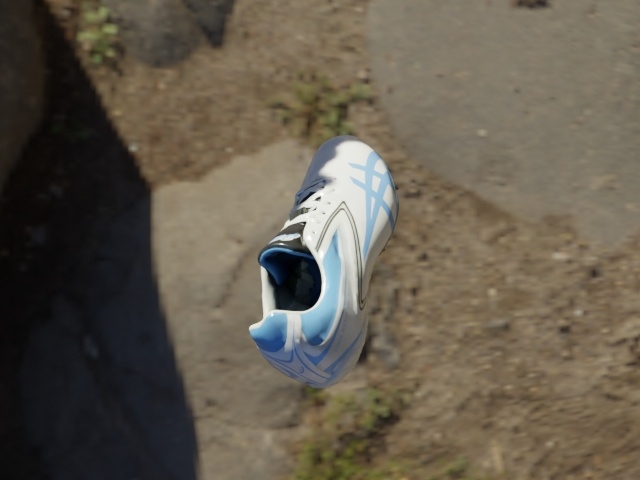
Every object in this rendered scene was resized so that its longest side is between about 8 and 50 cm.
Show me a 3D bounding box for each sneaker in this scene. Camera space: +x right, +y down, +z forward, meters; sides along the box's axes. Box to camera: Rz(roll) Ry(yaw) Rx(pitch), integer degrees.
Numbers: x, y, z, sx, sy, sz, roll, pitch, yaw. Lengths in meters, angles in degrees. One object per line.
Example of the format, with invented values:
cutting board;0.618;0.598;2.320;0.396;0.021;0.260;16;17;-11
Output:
sneaker;0.000;0.000;1.413;0.085;0.086;0.237;-28;34;32
